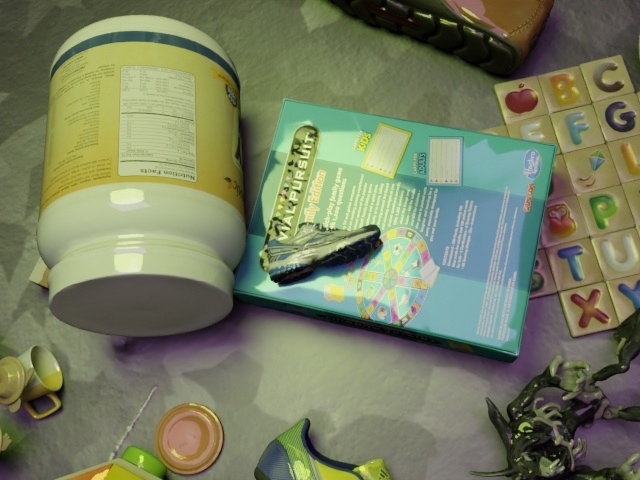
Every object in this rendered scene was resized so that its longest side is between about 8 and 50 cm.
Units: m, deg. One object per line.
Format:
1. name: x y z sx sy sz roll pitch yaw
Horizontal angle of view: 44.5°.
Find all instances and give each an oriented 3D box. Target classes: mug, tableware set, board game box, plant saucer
1. mug: -0.356 0.175 0.947 0.064 0.062 0.078 -28 66 5
2. tableware set: -0.410 0.184 0.930 0.169 0.020 0.141 25 93 30
3. board game box: 0.090 -0.016 0.942 0.336 0.079 0.253 12 76 11
4. plant saucer: -0.157 0.236 0.932 0.084 0.013 0.083 -2 74 6

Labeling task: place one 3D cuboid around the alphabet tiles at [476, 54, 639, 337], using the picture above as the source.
1. alphabet tiles: 0.344 -0.063 0.972 0.285 0.011 0.342 -13 73 2

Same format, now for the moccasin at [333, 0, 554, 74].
1. moccasin: 0.118 -0.359 1.015 0.380 0.139 0.147 25 77 12

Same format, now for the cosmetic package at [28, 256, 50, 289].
1. cosmetic package: -0.299 0.049 0.986 0.115 0.041 0.060 19 76 11

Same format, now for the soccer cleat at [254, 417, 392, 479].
1. soccer cleat: 0.059 0.307 0.851 0.289 0.093 0.121 35 73 13

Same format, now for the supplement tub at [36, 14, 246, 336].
1. supplement tub: -0.201 -0.068 0.896 0.228 0.228 0.316 -7 65 4

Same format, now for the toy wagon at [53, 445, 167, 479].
1. toy wagon: -0.245 0.354 0.839 0.344 0.068 0.267 20 60 22

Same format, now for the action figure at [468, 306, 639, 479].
1. action figure: 0.291 0.188 0.838 0.276 0.141 0.164 -38 85 -8

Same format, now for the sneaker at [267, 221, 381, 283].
1. sneaker: 0.000 0.000 0.882 0.135 0.052 0.058 -18 68 2
